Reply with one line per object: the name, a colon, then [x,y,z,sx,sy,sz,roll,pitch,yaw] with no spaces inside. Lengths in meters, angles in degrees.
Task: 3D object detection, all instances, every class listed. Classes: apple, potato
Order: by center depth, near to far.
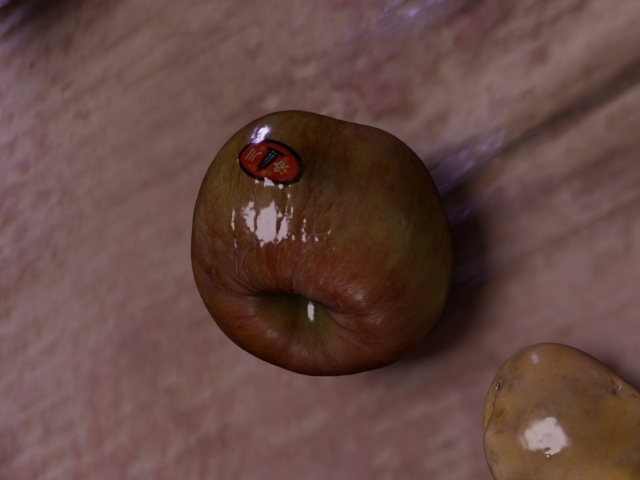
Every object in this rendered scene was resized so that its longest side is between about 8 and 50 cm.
potato: [0.105,0.081,0.780,0.083,0.062,0.068,15,108,23]
apple: [0.002,0.002,0.853,0.126,0.126,0.102,-22,34,39]
